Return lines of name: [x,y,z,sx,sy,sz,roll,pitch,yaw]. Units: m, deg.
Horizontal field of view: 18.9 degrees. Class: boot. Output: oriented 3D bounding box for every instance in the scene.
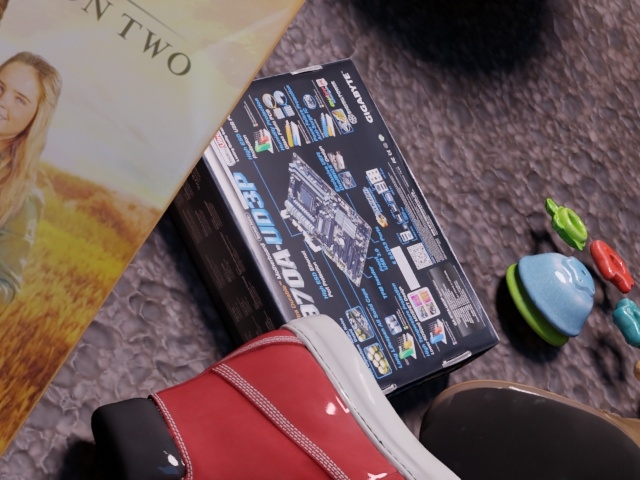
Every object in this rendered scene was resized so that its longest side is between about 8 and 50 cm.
boot: [-0.016,0.161,1.014,0.176,0.088,0.244,-22,54,-26]
boot: [0.184,0.157,1.278,0.305,0.112,0.115,25,20,-25]

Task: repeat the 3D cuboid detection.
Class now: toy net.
toy net: [0.226,0.078,1.390,0.232,0.045,0.122,45,24,-16]

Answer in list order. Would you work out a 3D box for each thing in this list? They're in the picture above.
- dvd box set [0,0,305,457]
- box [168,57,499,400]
dvd box set: [-0.207,-0.078,0.865,0.308,0.062,0.420,35,78,-9]
box: [0.000,0.000,1.214,0.175,0.051,0.220,-19,79,-47]
